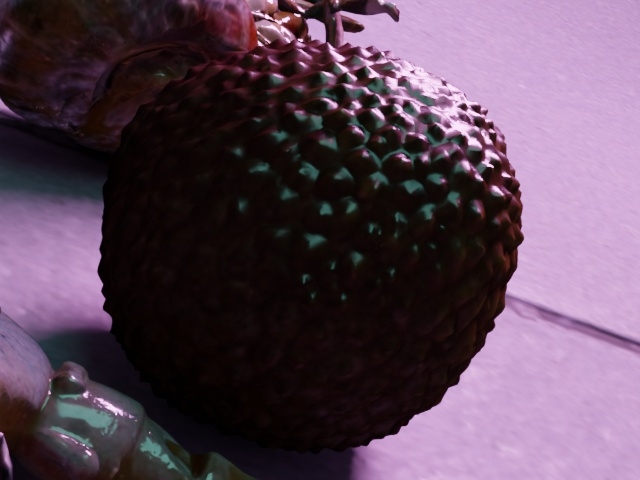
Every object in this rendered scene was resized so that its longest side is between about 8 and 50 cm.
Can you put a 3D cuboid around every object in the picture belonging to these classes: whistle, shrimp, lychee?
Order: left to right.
[{"bbox_3d":[-0.117,0.064,0.707,0.220,0.057,0.107,29,7,-10],"label":"whistle"},{"bbox_3d":[-0.039,-0.102,1.031,0.343,0.145,0.116,7,32,-50],"label":"shrimp"},{"bbox_3d":[-0.006,0.001,0.812,0.194,0.194,0.194,23,24,-10],"label":"lychee"}]

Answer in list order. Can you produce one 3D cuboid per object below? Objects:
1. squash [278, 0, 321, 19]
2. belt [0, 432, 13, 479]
[{"bbox_3d":[-0.086,-0.215,1.172,0.218,0.172,0.218,35,-7,5],"label":"squash"},{"bbox_3d":[-0.216,0.081,0.436,0.289,0.164,0.184,-4,19,-31],"label":"belt"}]
